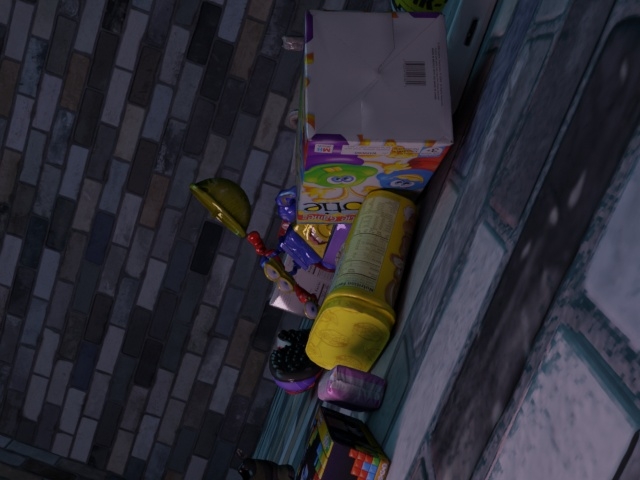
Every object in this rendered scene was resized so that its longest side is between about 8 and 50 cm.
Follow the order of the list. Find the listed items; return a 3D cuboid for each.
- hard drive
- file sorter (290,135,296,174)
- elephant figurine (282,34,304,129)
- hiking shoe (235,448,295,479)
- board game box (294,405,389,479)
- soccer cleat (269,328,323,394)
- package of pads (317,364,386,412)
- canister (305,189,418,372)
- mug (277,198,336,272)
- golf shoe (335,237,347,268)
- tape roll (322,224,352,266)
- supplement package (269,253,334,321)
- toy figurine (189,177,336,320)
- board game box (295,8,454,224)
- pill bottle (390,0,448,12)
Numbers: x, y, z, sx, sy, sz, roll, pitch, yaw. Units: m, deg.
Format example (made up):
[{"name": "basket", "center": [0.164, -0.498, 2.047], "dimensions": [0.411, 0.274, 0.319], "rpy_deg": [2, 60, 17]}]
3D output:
[{"name": "hard drive", "center": [0.165, -0.244, 0.913], "dimensions": [0.307, 0.040, 0.203], "rpy_deg": [-87, 17, -87]}, {"name": "file sorter", "center": [0.067, -0.206, 1.317], "dimensions": [0.278, 0.193, 0.173], "rpy_deg": [114, 178, -78]}, {"name": "elephant figurine", "center": [0.030, -0.215, 1.030], "dimensions": [0.169, 0.186, 0.239], "rpy_deg": [-32, 2, -19]}, {"name": "hiking shoe", "center": [-0.118, 0.427, 0.997], "dimensions": [0.086, 0.114, 0.227], "rpy_deg": [110, 179, -46]}, {"name": "board game box", "center": [0.001, 0.221, 0.555], "dimensions": [0.170, 0.048, 0.141], "rpy_deg": [118, 173, -83]}, {"name": "soccer cleat", "center": [-0.041, 0.253, 1.304], "dimensions": [0.318, 0.108, 0.116], "rpy_deg": [-130, 37, -86]}, {"name": "package of pads", "center": [0.027, 0.139, 0.632], "dimensions": [0.083, 0.050, 0.032], "rpy_deg": [115, 175, -72]}, {"name": "canister", "center": [0.049, 0.043, 0.735], "dimensions": [0.126, 0.073, 0.170], "rpy_deg": [111, 180, -51]}, {"name": "mug", "center": [0.000, 0.002, 1.369], "dimensions": [0.113, 0.169, 0.150], "rpy_deg": [-74, 5, -68]}, {"name": "golf shoe", "center": [0.055, 0.032, 0.916], "dimensions": [0.086, 0.069, 0.176], "rpy_deg": [-62, -5, -53]}, {"name": "tape roll", "center": [0.070, -0.042, 1.039], "dimensions": [0.189, 0.080, 0.189], "rpy_deg": [-160, 90, -90]}, {"name": "supplement package", "center": [-0.006, 0.045, 1.555], "dimensions": [0.204, 0.145, 0.262], "rpy_deg": [131, 160, -87]}, {"name": "toy figurine", "center": [-0.033, -0.040, 1.203], "dimensions": [0.217, 0.362, 0.191], "rpy_deg": [-43, 15, 2]}, {"name": "board game box", "center": [0.045, -0.122, 0.776], "dimensions": [0.275, 0.142, 0.144], "rpy_deg": [103, 166, -74]}, {"name": "pill bottle", "center": [0.197, -0.461, 1.136], "dimensions": [0.208, 0.119, 0.119], "rpy_deg": [111, 179, -68]}]
